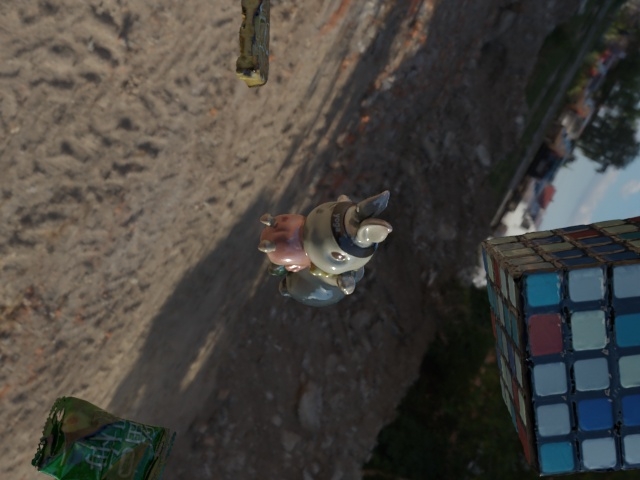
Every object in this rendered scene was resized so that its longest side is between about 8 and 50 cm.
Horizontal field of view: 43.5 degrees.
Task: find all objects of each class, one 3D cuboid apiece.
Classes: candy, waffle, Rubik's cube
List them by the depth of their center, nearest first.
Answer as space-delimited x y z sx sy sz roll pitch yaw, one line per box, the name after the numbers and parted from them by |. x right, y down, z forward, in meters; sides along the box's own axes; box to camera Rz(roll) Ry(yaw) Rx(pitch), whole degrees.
-0.059 -0.212 0.700 0.097 0.023 0.153 -79 169 -86 | waffle
0.257 0.087 0.731 0.182 0.184 0.187 -73 156 -80 | Rubik's cube
-0.338 0.328 1.256 0.078 0.203 0.141 -49 -159 51 | candy

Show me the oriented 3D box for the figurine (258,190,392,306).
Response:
0.000 0.010 0.650 0.098 0.081 0.146 -17 164 -15 | figurine
